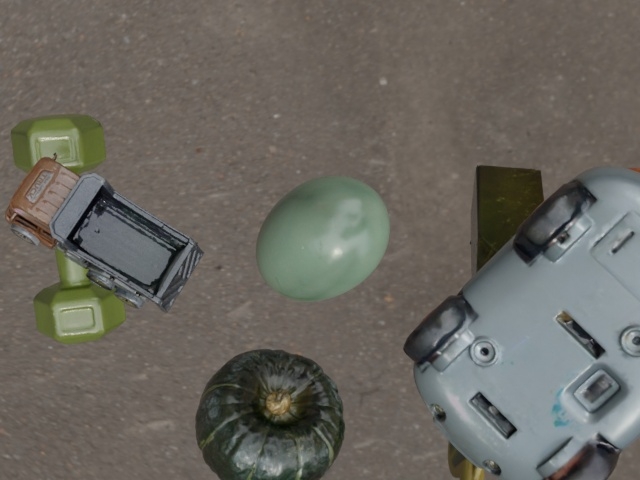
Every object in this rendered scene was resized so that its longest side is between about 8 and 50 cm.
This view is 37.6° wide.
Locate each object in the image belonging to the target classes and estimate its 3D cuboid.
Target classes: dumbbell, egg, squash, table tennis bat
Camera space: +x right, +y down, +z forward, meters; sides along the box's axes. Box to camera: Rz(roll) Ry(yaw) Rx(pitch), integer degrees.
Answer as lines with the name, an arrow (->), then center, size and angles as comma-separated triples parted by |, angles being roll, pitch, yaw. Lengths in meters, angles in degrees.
dumbbell -> -0.334, -0.015, 1.251 | 0.121, 0.108, 0.301 | -7, 102, -10
egg -> 0.000, 0.000, 1.365 | 0.168, 0.231, 0.168 | 25, 48, -31
squash -> -0.081, 0.300, 1.566 | 0.252, 0.165, 0.252 | 8, 57, -12
table tennis bat -> 0.294, 0.405, 1.791 | 0.050, 0.198, 0.320 | 23, 48, -10

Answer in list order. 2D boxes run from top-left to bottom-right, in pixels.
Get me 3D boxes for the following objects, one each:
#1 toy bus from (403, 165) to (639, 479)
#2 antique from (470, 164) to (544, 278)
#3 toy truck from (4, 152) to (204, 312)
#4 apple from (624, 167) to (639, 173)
toy bus -> 0.227, 0.077, 0.824 | 0.194, 0.287, 0.232 | 46, 18, 12
antique -> 0.220, 0.001, 1.101 | 0.081, 0.221, 0.080 | 4, 124, 5
toy truck -> -0.218, -0.006, 0.946 | 0.192, 0.092, 0.083 | 33, 72, -8
apple -> 0.471, -0.034, 1.440 | 0.163, 0.163, 0.139 | 30, 57, -26
